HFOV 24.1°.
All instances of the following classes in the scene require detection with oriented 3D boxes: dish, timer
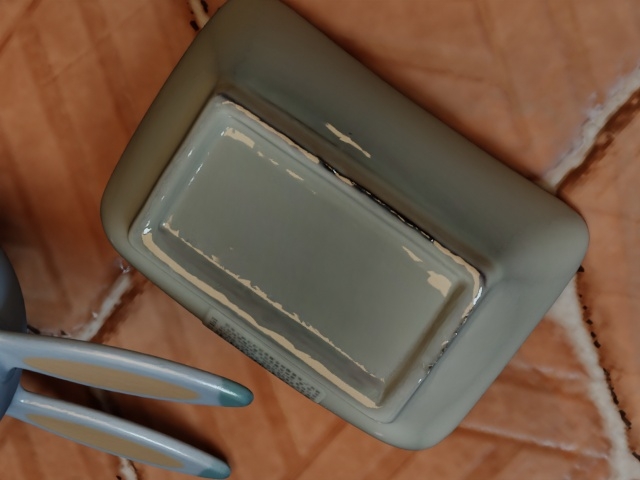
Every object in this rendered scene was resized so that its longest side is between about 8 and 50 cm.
[{"bbox_3d":[0.000,0.000,0.699,0.212,0.077,0.151,36,109,3],"label":"dish"},{"bbox_3d":[-0.182,0.074,0.716,0.255,0.175,0.175,36,109,8],"label":"timer"}]
